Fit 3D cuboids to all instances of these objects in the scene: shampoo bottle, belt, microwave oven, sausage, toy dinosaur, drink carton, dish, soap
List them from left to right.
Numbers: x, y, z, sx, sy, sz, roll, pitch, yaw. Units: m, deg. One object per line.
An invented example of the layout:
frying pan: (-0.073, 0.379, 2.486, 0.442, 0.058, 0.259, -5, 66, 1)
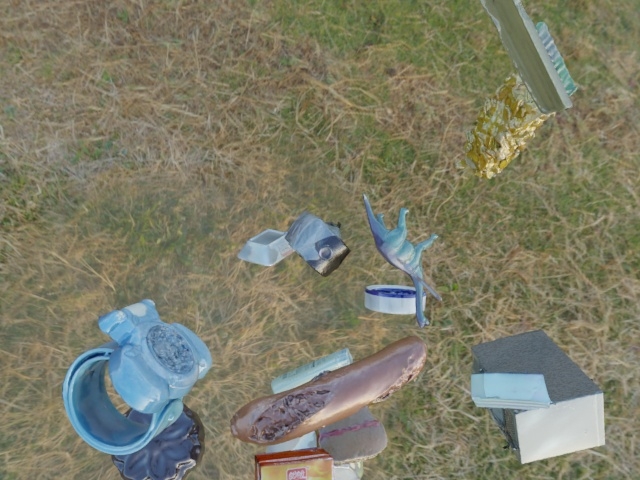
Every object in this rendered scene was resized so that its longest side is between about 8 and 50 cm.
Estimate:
dish: (-0.170, 0.006, 1.776, 0.234, 0.154, 0.064, -33, 128, -50)
drink carton: (-0.032, 0.386, 0.628, 0.096, 0.071, 0.222, 1, 80, -14)
shampoo bottle: (-0.021, 0.331, 1.255, 0.213, 0.072, 0.049, -25, 91, 10)
belt: (0.000, 0.000, 1.557, 0.184, 0.289, 0.164, 42, 92, -13)
sausage: (0.024, 0.230, 0.759, 0.327, 0.087, 0.079, -18, 99, -18)
toy dinosaur: (0.245, 0.071, 1.648, 0.384, 0.129, 0.330, 30, 61, -24)
soap: (0.597, 0.472, 1.576, 0.231, 0.145, 0.091, -5, 59, 23)
microwave oven: (0.791, 0.573, 1.898, 0.375, 0.432, 0.236, -15, 109, 0)

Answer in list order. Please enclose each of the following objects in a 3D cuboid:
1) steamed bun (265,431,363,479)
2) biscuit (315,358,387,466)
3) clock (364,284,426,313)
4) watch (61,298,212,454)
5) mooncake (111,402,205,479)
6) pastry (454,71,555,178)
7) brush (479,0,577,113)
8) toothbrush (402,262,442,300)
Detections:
steamed bun: (-0.027, 0.633, 1.531, 0.310, 0.309, 0.308, 4, 74, -14)
biscuit: (0.102, 0.451, 1.353, 0.263, 0.052, 0.276, 0, 51, -14)
clock: (0.281, 0.222, 1.900, 0.231, 0.230, 0.083, 4, 93, -14)
watch: (-0.300, 0.220, 0.788, 0.193, 0.211, 0.211, -43, 89, 12)
mooncake: (-0.506, 0.631, 1.566, 0.284, 0.141, 0.282, 2, 64, -3)
pastry: (0.399, -0.251, 1.118, 0.103, 0.250, 0.154, -6, 60, -29)
brush: (0.265, -0.298, 0.674, 0.048, 0.054, 0.282, -44, 108, -19)
toothbrush: (0.147, 0.059, 0.724, 0.008, 0.097, 0.006, -1, 119, -25)
